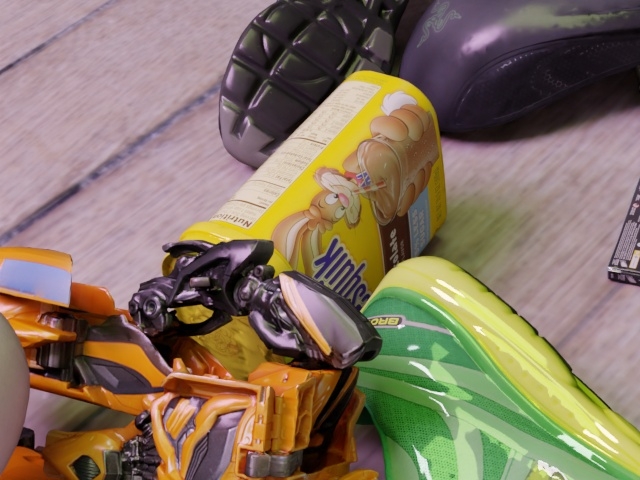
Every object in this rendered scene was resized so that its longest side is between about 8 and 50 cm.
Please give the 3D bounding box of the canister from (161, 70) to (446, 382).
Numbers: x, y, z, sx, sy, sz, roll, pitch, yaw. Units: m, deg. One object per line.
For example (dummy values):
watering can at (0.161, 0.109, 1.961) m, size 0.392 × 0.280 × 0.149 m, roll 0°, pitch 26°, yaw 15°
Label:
canister at (0.000, 0.000, 0.614) m, size 0.073 × 0.126 × 0.170 m, roll 19°, pitch 51°, yaw 29°

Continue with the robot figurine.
robot figurine at (-0.104, 0.097, 0.512) m, size 0.291 × 0.211 × 0.085 m, roll 7°, pitch 3°, yaw 30°

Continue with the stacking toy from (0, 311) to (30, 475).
stacking toy at (-0.337, 0.136, 0.398) m, size 0.480 × 0.350 × 0.350 m, roll -29°, pitch 46°, yaw -15°

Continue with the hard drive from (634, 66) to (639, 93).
hard drive at (0.364, -0.133, 0.720) m, size 0.308 × 0.040 × 0.203 m, roll -5°, pitch 45°, yaw 10°

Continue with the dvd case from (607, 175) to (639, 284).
dvd case at (0.235, 0.000, 0.636) m, size 0.120 × 0.013 × 0.087 m, roll 10°, pitch 49°, yaw 24°

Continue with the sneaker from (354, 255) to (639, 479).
sneaker at (0.102, 0.132, 0.491) m, size 0.123 × 0.109 × 0.295 m, roll -45°, pitch 50°, yaw 1°

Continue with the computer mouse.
computer mouse at (0.167, -0.165, 0.734) m, size 0.272 × 0.072 × 0.188 m, roll -24°, pitch 41°, yaw 9°

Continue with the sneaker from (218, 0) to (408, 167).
sneaker at (0.014, -0.157, 0.802) m, size 0.101 × 0.106 × 0.267 m, roll 35°, pitch 74°, yaw -5°
